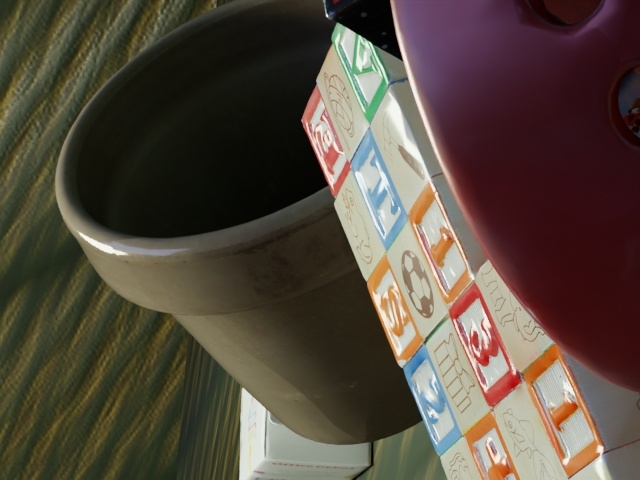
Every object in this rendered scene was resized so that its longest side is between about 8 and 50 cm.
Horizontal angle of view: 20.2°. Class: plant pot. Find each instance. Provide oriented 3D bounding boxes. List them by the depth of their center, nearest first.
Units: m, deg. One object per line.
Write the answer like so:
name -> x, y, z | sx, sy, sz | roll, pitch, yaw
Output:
plant pot -> 0.136, -0.071, 0.441 | 0.174, 0.191, 0.191 | -20, 61, 37
plant pot -> 0.000, 0.000, 1.115 | 0.263, 0.263, 0.229 | -103, -11, -55

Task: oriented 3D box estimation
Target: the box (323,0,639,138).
box -> 0.079, -0.102, 0.585 | 0.044, 0.233, 0.159 | -29, 56, 30

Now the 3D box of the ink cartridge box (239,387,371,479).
ink cartridge box -> -0.012, 0.154, 1.514 | 0.143, 0.092, 0.090 | 126, 147, -68

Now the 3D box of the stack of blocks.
stack of blocks -> 0.096, 0.034, 0.720 | 0.171, 0.087, 0.297 | 117, 133, -67
